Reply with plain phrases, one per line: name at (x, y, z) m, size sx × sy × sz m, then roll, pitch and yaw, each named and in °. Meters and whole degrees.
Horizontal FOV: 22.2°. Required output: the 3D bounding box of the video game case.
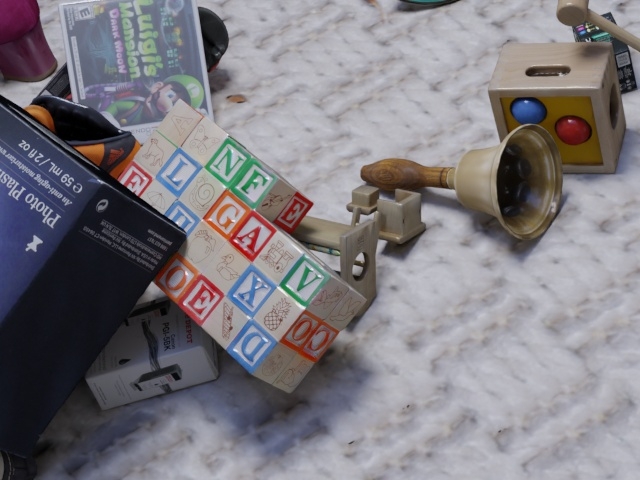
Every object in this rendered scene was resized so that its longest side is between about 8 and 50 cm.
video game case at (-0.230, -0.216, 2.053) m, size 0.173 × 0.190 × 0.022 m, roll -9°, pitch 6°, yaw -7°

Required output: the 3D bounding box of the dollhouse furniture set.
dollhouse furniture set at (0.000, 0.000, 1.839) m, size 0.182 × 0.101 × 0.161 m, roll 14°, pitch 27°, yaw 33°

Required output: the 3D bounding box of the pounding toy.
pounding toy at (0.282, -0.172, 1.798) m, size 0.181 × 0.206 × 0.094 m, roll 2°, pitch 46°, yaw 23°

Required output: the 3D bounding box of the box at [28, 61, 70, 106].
box at (-0.326, -0.225, 2.149) m, size 0.116 × 0.029 × 0.162 m, roll -45°, pitch 10°, yaw 18°

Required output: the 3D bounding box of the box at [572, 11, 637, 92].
box at (0.337, -0.220, 1.937) m, size 0.052 × 0.062 × 0.083 m, roll -18°, pitch 41°, yaw 4°

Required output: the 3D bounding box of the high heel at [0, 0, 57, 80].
high heel at (-0.551, -0.323, 2.309) m, size 0.377 × 0.181 × 0.127 m, roll 3°, pitch 46°, yaw 24°

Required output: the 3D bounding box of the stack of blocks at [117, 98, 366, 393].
stack of blocks at (-0.091, 0.002, 1.721) m, size 0.297 × 0.087 × 0.171 m, roll 40°, pitch 93°, yaw 34°

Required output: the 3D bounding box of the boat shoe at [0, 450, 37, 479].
boat shoe at (-0.377, 0.215, 1.770) m, size 0.065 × 0.075 × 0.206 m, roll 6°, pitch 15°, yaw -41°

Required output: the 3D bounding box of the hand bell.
hand bell at (0.139, -0.072, 1.845) m, size 0.242 × 0.126 × 0.126 m, roll 5°, pitch 46°, yaw 42°

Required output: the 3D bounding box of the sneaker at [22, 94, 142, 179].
sneaker at (-0.360, -0.084, 1.976) m, size 0.321 × 0.180 × 0.124 m, roll -12°, pitch 42°, yaw 9°

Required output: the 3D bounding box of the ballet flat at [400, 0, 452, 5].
ballet flat at (0.192, -0.360, 2.156) m, size 0.213 × 0.072 × 0.068 m, roll -14°, pitch 14°, yaw 6°

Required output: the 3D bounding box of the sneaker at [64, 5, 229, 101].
sneaker at (-0.247, -0.210, 2.137) m, size 0.276 × 0.097 × 0.135 m, roll -39°, pitch 24°, yaw -4°

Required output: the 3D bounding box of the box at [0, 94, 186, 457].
box at (-0.355, 0.015, 1.692) m, size 0.296 × 0.183 × 0.294 m, roll 35°, pitch 90°, yaw 31°

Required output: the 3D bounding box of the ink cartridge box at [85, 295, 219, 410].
ink cartridge box at (-0.186, 0.118, 1.784) m, size 0.135 × 0.056 × 0.099 m, roll -16°, pitch 41°, yaw 4°
